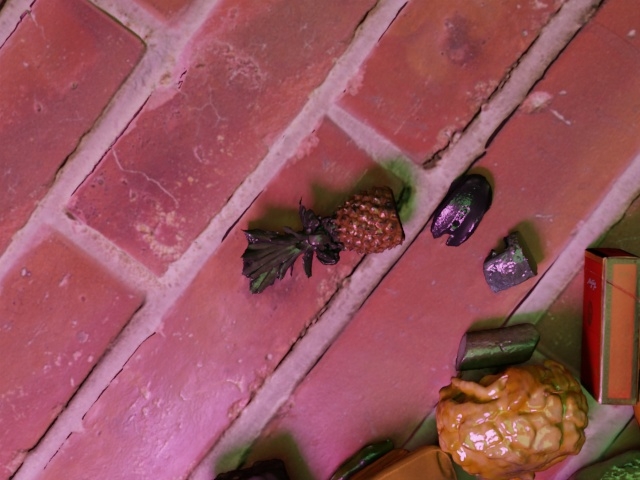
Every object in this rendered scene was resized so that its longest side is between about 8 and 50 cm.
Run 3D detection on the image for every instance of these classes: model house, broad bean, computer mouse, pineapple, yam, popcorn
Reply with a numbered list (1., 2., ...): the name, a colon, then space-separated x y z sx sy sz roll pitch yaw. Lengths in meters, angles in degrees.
1. model house: 0.314 0.038 1.832 0.083 0.066 0.079 -26 105 21
2. broad bean: 0.044 0.428 1.878 0.069 0.039 0.227 33 97 -10
3. computer mouse: 0.239 -0.051 1.827 0.079 0.047 0.135 33 97 0
4. pineapple: 0.000 0.000 1.810 0.277 0.119 0.130 -16 138 4
5. yam: 0.298 0.182 1.836 0.146 0.070 0.070 -8 95 2
6. popcorn: 0.318 0.293 1.776 0.250 0.250 0.190 2 60 2

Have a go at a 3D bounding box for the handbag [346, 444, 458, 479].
1. handbag: 0.134 0.559 1.779 0.283 0.133 0.401 -24 99 -41

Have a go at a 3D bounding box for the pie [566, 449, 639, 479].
1. pie: 0.554 0.519 1.850 0.339 0.077 0.339 0 96 2

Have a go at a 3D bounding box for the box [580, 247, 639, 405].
1. box: 0.476 0.137 1.783 0.074 0.153 0.240 1 95 6

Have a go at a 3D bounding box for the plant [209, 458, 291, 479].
1. plant: -0.097 0.516 1.810 0.199 0.188 0.276 -20 84 9

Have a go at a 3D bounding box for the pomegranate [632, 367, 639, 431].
1. pomegranate: 0.634 0.262 1.752 0.260 0.260 0.260 0 95 2
